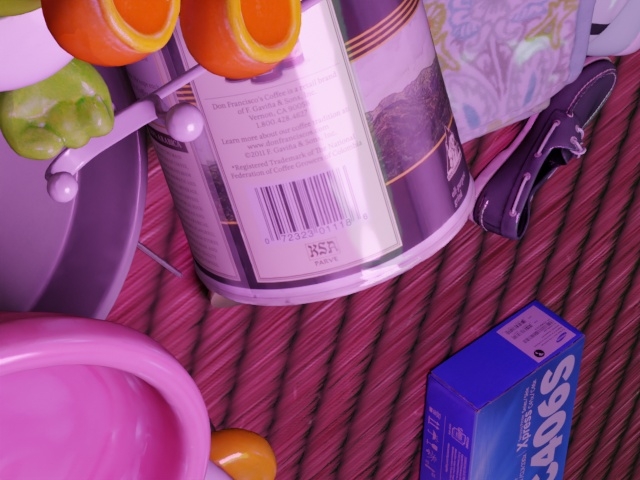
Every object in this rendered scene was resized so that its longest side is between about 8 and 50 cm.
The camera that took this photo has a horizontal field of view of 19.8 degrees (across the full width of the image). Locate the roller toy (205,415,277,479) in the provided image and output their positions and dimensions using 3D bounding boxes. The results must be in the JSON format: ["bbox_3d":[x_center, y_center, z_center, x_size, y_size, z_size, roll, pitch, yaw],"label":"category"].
[{"bbox_3d":[-0.152,0.199,1.343,0.209,0.146,0.191,6,125,-31],"label":"roller toy"}]

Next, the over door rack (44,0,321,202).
[{"bbox_3d":[-0.100,-0.185,0.981,0.324,0.108,0.239,-32,110,21],"label":"over door rack"}]

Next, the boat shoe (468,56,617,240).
[{"bbox_3d":[0.223,-0.085,1.733,0.206,0.065,0.075,-49,147,-7],"label":"boat shoe"}]

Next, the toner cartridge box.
[{"bbox_3d":[0.188,0.243,1.984,0.165,0.075,0.348,-30,141,-29],"label":"toner cartridge box"}]

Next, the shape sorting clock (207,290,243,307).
[{"bbox_3d":[0.000,0.000,1.490,0.206,0.040,0.206,-30,168,-7],"label":"shape sorting clock"}]

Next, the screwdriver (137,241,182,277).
[{"bbox_3d":[-0.145,0.003,1.407,0.025,0.024,0.170,-23,154,8],"label":"screwdriver"}]

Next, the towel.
[{"bbox_3d":[0.088,-0.220,1.392,0.320,0.090,0.374,-22,136,-29],"label":"towel"}]

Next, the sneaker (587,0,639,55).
[{"bbox_3d":[0.252,-0.270,1.574,0.151,0.094,0.256,-11,127,-42],"label":"sneaker"}]

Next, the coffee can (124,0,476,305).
[{"bbox_3d":[-0.028,-0.126,1.185,0.201,0.201,0.275,-33,122,-28],"label":"coffee can"}]

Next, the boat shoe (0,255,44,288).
[{"bbox_3d":[-0.218,0.030,1.287,0.207,0.073,0.073,11,109,-54],"label":"boat shoe"}]

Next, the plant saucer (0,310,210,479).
[{"bbox_3d":[-0.227,0.162,1.115,0.332,0.084,0.332,-25,142,-21],"label":"plant saucer"}]

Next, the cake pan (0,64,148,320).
[{"bbox_3d":[-0.229,-0.034,1.142,0.293,0.054,0.293,-14,109,-48],"label":"cake pan"}]

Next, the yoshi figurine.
[{"bbox_3d":[-0.202,-0.086,0.892,0.203,0.362,0.203,64,37,-34],"label":"yoshi figurine"}]
